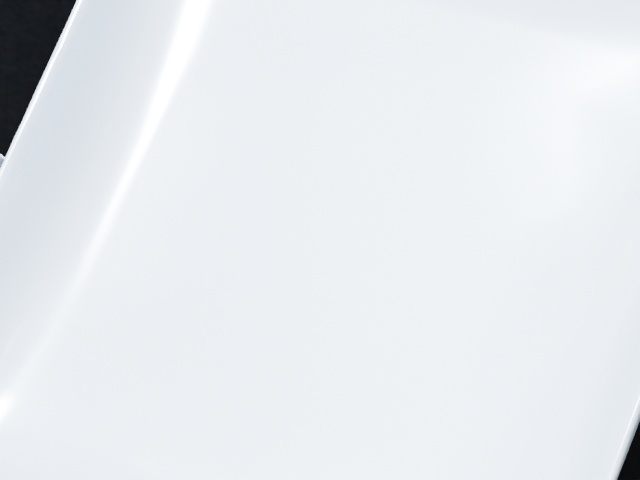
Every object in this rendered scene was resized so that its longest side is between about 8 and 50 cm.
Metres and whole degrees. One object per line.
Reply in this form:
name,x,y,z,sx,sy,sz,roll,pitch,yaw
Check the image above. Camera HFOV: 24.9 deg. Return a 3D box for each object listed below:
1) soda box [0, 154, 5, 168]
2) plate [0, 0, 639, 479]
soda box,-0.301,-0.086,0.877,0.216,0.074,0.069,42,-110,-26
plate,0.000,0.000,0.504,0.045,0.278,0.277,32,-101,-57
